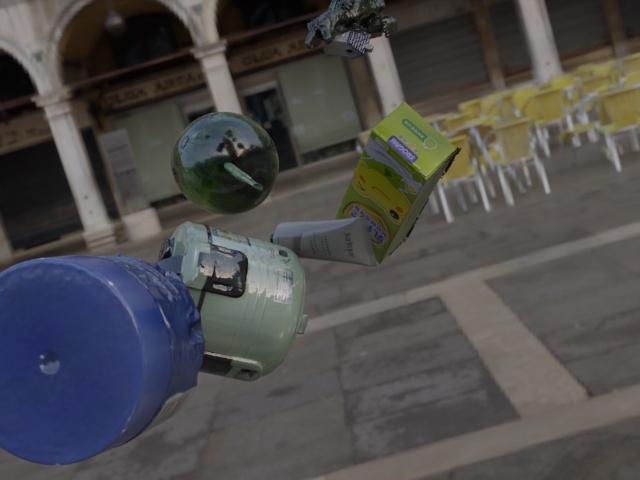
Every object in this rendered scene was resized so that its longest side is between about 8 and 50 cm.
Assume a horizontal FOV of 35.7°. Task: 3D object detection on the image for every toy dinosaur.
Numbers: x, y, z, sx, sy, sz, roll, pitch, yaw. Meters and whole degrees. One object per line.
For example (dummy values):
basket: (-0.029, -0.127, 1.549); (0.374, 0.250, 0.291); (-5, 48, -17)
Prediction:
toy dinosaur: (0.028, -0.346, 1.506); (0.187, 0.087, 0.179); (-19, 21, -38)

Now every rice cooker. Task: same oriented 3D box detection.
rice cooker: (-0.154, 0.091, 1.500); (0.244, 0.226, 0.226); (18, -3, -19)

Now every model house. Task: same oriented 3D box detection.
model house: (0.062, -0.402, 1.870); (0.100, 0.100, 0.088); (16, -24, 9)

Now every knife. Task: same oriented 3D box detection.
knife: (-0.160, -0.130, 1.964); (0.020, 0.043, 0.293); (-59, 22, 2)

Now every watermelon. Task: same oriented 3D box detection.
watermelon: (-0.214, -0.174, 2.243); (0.242, 0.242, 0.242); (-16, 8, 2)

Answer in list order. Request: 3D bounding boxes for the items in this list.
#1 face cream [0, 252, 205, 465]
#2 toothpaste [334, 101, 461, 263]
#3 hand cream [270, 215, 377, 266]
face cream: (-0.293, 0.141, 1.261); (0.249, 0.249, 0.225); (-15, -3, 12)
toothpaste: (0.109, -0.080, 1.530); (0.077, 0.110, 0.327); (-44, -10, -24)
hand cream: (0.000, 0.000, 1.556); (0.186, 0.087, 0.054); (2, 27, 34)
